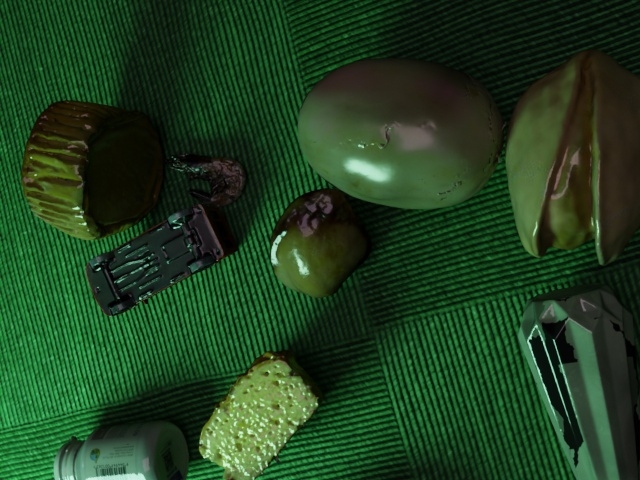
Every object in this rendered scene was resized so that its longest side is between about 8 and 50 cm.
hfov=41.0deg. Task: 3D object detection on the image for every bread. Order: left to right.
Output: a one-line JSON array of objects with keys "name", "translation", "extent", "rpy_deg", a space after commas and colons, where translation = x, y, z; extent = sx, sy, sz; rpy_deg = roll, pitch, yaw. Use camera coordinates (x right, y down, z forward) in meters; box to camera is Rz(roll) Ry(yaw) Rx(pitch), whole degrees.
[{"name": "bread", "translation": [-0.383, -0.118, 1.443], "extent": [0.142, 0.253, 0.227], "rpy_deg": [13, 104, 20]}, {"name": "bread", "translation": [-0.087, 0.285, 1.406], "extent": [0.143, 0.139, 0.229], "rpy_deg": [43, 105, 11]}]

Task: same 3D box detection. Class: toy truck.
[{"name": "toy truck", "translation": [-0.275, 0.035, 1.480], "extent": [0.252, 0.114, 0.107], "rpy_deg": [-27, 85, 16]}]

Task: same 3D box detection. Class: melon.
[{"name": "melon", "translation": [0.121, -0.160, 1.279], "extent": [0.316, 0.223, 0.223], "rpy_deg": [12, 95, 24]}]

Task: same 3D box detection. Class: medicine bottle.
[{"name": "medicine bottle", "translation": [-0.353, 0.391, 1.503], "extent": [0.215, 0.135, 0.135], "rpy_deg": [-9, 88, 19]}]

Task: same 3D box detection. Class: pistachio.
[{"name": "pistachio", "translation": [0.000, 0.000, 1.363], "extent": [0.165, 0.131, 0.210], "rpy_deg": [-5, 133, -15]}, {"name": "pistachio", "translation": [0.368, -0.117, 1.191], "extent": [0.229, 0.238, 0.321], "rpy_deg": [5, 62, 24]}]

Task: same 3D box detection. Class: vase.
[{"name": "vase", "translation": [0.395, 0.249, 1.235], "extent": [0.165, 0.165, 0.360], "rpy_deg": [-13, 90, 19]}]

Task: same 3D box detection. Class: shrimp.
[{"name": "shrimp", "translation": [-0.208, -0.109, 1.495], "extent": [0.161, 0.034, 0.091], "rpy_deg": [14, 96, 17]}]
